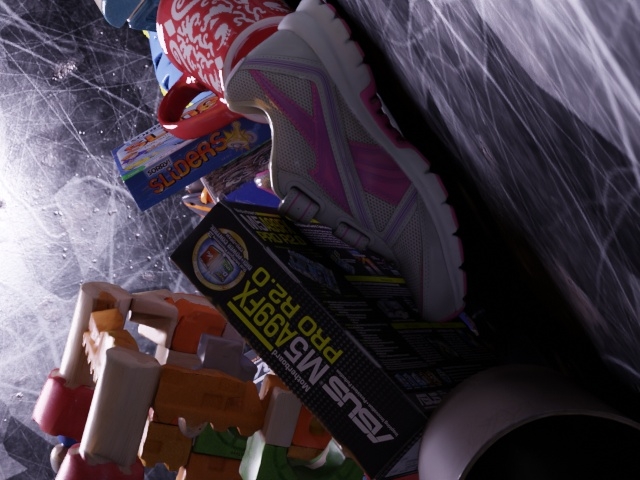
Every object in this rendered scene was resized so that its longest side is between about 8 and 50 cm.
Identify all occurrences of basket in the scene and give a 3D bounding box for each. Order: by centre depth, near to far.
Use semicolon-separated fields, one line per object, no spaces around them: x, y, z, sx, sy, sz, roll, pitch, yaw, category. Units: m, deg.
0.133;0.157;0.949;0.204;0.154;0.227;61;180;-12;basket

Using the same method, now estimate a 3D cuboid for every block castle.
-0.051;0.209;1.672;0.303;0.453;0.212;-134;57;-69;block castle

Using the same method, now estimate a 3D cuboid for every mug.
-0.065;-0.149;1.409;0.169;0.113;0.150;-135;51;-61;mug

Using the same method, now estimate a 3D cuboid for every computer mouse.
0.129;0.081;1.245;0.071;0.041;0.242;60;178;-26;computer mouse

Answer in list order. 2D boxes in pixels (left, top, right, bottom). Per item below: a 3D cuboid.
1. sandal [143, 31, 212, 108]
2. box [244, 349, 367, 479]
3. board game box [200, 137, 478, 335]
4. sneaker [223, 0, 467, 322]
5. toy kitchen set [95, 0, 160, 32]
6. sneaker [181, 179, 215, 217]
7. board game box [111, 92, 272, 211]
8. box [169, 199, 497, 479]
-0.189;-0.289;2.199;0.317;0.126;0.138;55;171;44;sandal
0.011;0.220;2.170;0.293;0.295;0.073;54;172;52;box
0.001;-0.007;1.551;0.232;0.141;0.291;60;177;-15;board game box
0.016;-0.044;1.194;0.252;0.111;0.103;59;177;3;sneaker
-0.102;-0.256;1.588;0.207;0.166;0.122;0;-130;-49;toy kitchen set
-0.091;-0.077;1.888;0.180;0.124;0.321;15;153;26;sneaker
-0.089;-0.104;1.498;0.035;0.201;0.136;61;176;-18;board game box
0.035;0.070;1.221;0.216;0.060;0.270;45;-165;18;box
